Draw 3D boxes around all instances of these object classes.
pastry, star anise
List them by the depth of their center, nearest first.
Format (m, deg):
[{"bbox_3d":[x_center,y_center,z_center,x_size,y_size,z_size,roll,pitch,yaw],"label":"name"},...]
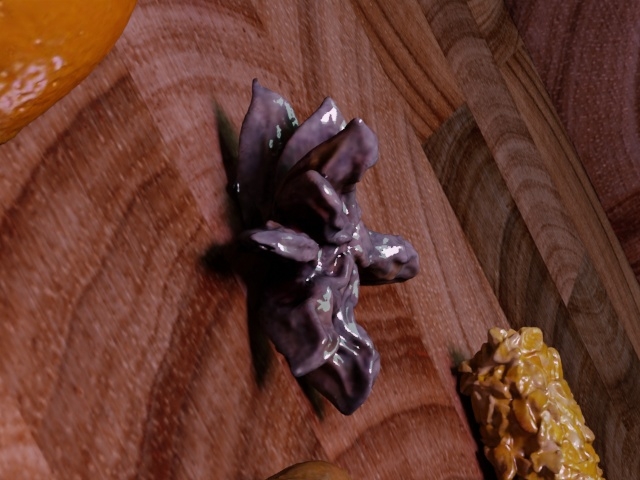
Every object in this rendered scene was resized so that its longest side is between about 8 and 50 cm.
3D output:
[{"bbox_3d":[-0.001,-0.002,1.102,0.282,0.129,0.212,-77,155,-53],"label":"star anise"},{"bbox_3d":[0.217,0.213,1.408,0.154,0.102,0.250,29,41,-57],"label":"pastry"}]

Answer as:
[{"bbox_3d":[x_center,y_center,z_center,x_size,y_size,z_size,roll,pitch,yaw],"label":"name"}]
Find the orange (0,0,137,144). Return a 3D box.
[{"bbox_3d":[-0.226,-0.241,0.844,0.310,0.274,0.274,38,14,16],"label":"orange"}]

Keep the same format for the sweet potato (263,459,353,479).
[{"bbox_3d":[-0.041,0.203,0.788,0.106,0.095,0.354,56,20,-14],"label":"sweet potato"}]
